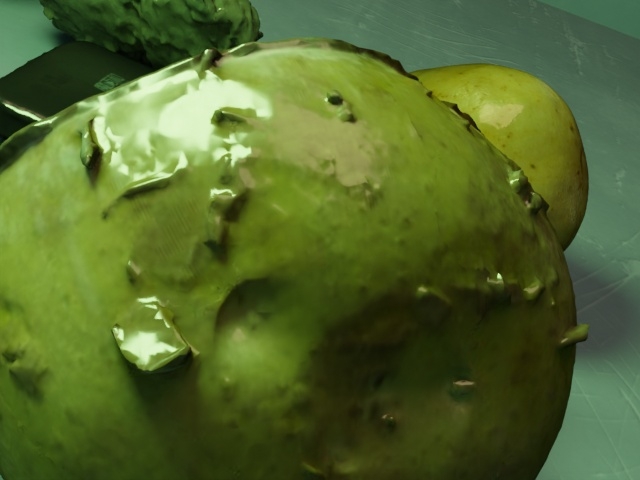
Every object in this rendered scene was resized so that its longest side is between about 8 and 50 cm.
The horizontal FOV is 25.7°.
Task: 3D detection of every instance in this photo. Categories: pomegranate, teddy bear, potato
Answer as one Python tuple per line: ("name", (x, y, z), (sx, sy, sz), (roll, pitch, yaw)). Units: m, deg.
("pomegranate", (0.161, -0.071, 1.596), (0.307, 0.307, 0.307), (18, 25, -9))
("teddy bear", (-0.203, -0.326, 1.810), (0.367, 0.224, 0.357), (30, -18, 15))
("potato", (-0.015, 0.094, 0.993), (0.442, 0.385, 0.319), (-16, 56, -13))

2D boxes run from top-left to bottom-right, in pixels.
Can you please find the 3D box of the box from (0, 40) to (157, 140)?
("box", (-0.219, -0.137, 1.664), (0.289, 0.073, 0.290), (24, 24, 4))
